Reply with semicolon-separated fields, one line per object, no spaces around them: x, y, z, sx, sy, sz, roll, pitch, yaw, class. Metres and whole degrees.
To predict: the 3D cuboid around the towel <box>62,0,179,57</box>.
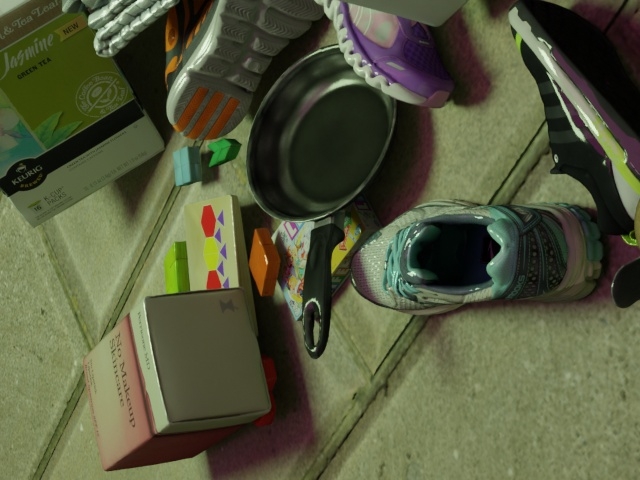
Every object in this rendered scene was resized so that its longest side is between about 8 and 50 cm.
-0.162;-0.364;1.264;0.283;0.121;0.235;-30;27;34;towel

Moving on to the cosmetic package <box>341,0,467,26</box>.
0.070;-0.450;1.019;0.230;0.161;0.453;-39;55;46;cosmetic package

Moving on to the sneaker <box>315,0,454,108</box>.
0.067;-0.227;1.106;0.104;0.095;0.236;-50;50;29;sneaker

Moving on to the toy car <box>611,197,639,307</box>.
0.268;-0.006;0.748;0.149;0.188;0.155;30;113;49;toy car

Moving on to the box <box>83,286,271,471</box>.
-0.172;0.164;1.321;0.232;0.127;0.148;-40;59;54;box

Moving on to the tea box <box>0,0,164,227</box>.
-0.407;-0.260;1.491;0.220;0.323;0.329;-32;54;-3;tea box

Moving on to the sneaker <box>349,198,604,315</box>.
0.105;0.008;1.015;0.283;0.122;0.110;-11;80;52;sneaker

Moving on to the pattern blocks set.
-0.120;0.041;1.369;0.285;0.026;0.325;8;100;59;pattern blocks set

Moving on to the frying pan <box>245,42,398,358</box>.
0.024;-0.060;1.139;0.197;0.053;0.326;-40;51;22;frying pan

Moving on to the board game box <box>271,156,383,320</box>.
0.000;0.000;1.231;0.154;0.026;0.103;-55;48;36;board game box

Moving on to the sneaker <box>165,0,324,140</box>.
-0.093;-0.281;1.288;0.321;0.124;0.180;-48;40;26;sneaker

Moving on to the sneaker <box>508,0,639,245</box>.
0.203;-0.097;0.923;0.097;0.084;0.235;-54;49;38;sneaker
